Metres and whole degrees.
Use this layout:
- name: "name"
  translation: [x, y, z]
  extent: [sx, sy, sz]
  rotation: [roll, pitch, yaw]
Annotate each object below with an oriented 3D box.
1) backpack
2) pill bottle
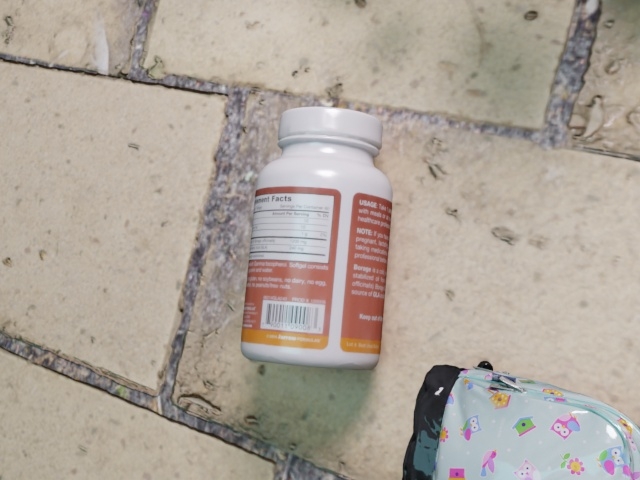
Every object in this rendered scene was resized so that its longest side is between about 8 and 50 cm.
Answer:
- name: "backpack"
  translation: [0.155, 0.171, 0.675]
  extent: [0.182, 0.115, 0.152]
  rotation: [6, 83, 30]
- name: "pill bottle"
  translation: [0.000, 0.000, 0.794]
  extent: [0.121, 0.121, 0.216]
  rotation: [2, 83, 32]
